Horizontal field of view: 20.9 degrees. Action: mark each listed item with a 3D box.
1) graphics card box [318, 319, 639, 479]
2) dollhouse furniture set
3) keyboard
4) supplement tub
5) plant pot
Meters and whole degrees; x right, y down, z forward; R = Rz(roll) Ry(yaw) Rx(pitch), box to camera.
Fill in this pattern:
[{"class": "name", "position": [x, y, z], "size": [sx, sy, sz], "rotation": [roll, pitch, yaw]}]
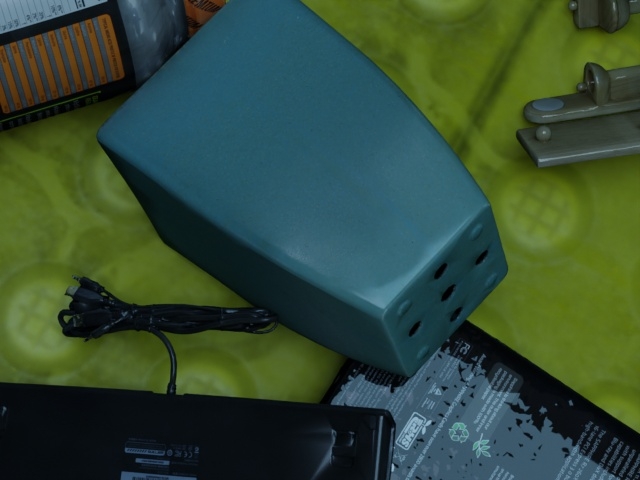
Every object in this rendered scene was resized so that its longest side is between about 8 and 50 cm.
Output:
[{"class": "graphics card box", "position": [0.146, 0.226, 1.235], "size": [0.371, 0.094, 0.233], "rotation": [32, 79, 0]}, {"class": "dollhouse furniture set", "position": [0.197, -0.158, 1.286], "size": [0.123, 0.144, 0.151], "rotation": [-9, 117, -7]}, {"class": "keyboard", "position": [-0.102, 0.128, 1.200], "size": [0.317, 0.033, 0.202], "rotation": [3, 79, 18]}, {"class": "supplement tub", "position": [-0.236, -0.172, 1.216], "size": [0.316, 0.193, 0.194], "rotation": [-17, 82, -10]}, {"class": "plant pot", "position": [0.005, -0.029, 1.186], "size": [0.234, 0.165, 0.166], "rotation": [37, 77, 27]}]
